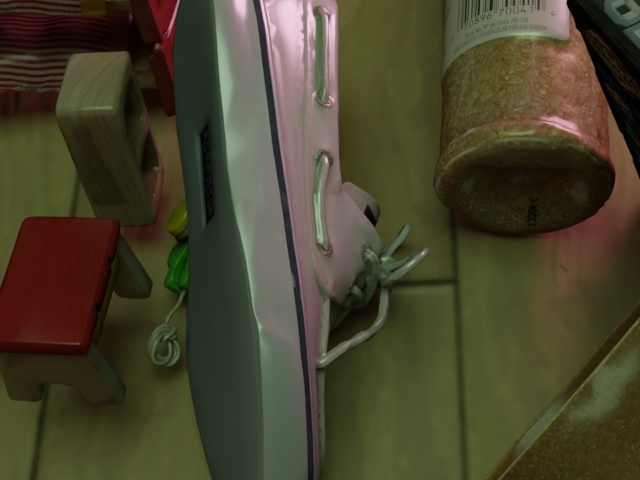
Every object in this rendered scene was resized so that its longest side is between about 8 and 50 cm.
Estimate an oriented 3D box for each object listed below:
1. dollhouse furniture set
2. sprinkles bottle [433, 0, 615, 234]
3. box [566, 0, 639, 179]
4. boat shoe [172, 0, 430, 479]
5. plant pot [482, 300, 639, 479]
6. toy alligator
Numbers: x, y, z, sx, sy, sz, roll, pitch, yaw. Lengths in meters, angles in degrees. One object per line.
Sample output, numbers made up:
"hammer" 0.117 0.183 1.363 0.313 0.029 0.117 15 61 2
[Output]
"dollhouse furniture set" -0.212 -0.085 0.803 0.201 0.152 0.374 0 50 9
"sprinkles bottle" 0.149 -0.182 0.855 0.121 0.121 0.356 1 59 9
"box" 0.263 0.003 0.622 0.073 0.293 0.296 -37 59 6
"boat shoe" -0.004 0.001 0.763 0.156 0.136 0.367 1 71 -23
"plant pot" 0.216 0.166 0.590 0.254 0.237 0.237 42 72 13
"toy alligator" -0.086 0.003 0.825 0.051 0.056 0.190 -10 52 58
